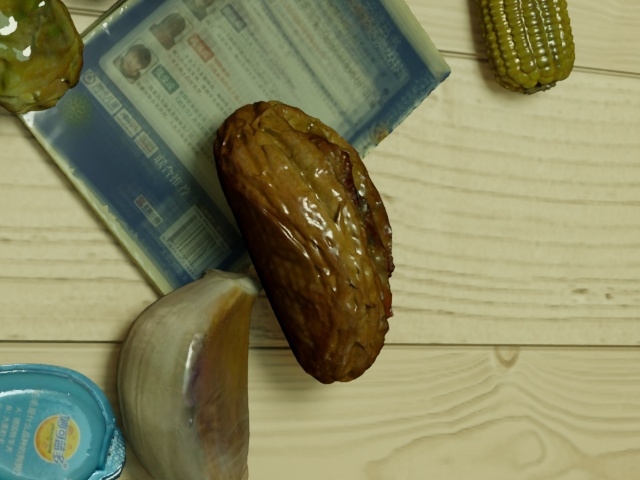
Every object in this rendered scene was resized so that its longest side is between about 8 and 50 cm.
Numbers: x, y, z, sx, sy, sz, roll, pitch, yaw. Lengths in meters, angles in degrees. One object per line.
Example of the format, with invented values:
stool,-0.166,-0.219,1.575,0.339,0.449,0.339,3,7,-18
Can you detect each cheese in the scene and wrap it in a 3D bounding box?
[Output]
cheese,-0.255,0.128,1.070,0.256,0.037,0.106,16,81,-25

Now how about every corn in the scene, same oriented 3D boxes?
corn,0.162,-0.238,1.268,0.080,0.080,0.231,-15,98,-27

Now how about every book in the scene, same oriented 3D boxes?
book,-0.061,-0.122,1.183,0.322,0.018,0.228,-44,110,-21

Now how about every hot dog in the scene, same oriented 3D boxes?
hot dog,-0.003,0.002,1.138,0.099,0.160,0.227,-14,114,14

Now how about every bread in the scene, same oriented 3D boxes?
bread,-0.252,-0.208,1.027,0.087,0.098,0.269,-30,106,0

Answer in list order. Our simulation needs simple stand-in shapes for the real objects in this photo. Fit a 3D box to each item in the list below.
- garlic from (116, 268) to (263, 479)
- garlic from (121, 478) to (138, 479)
garlic,-0.085,0.129,1.131,0.128,0.090,0.198,-21,107,-40
garlic,-0.161,0.276,1.085,0.131,0.127,0.194,32,105,6
